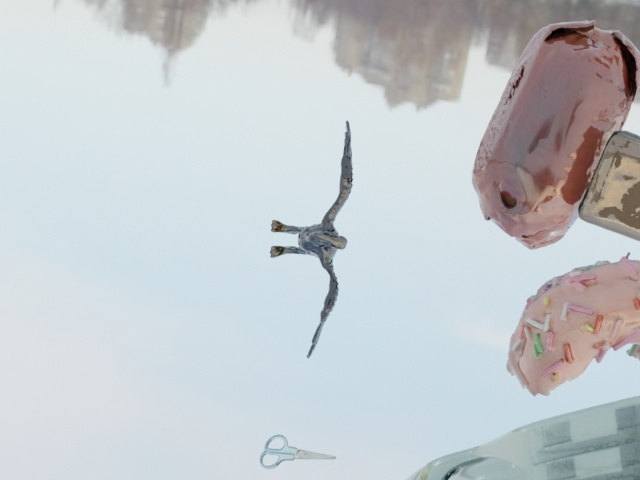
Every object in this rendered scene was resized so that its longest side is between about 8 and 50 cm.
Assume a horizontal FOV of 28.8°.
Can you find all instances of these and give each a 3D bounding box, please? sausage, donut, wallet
[{"bbox_3d":[0.279,-0.128,1.482,0.152,0.279,0.152,22,-176,-2],"label":"sausage"},{"bbox_3d":[0.224,0.066,0.915,0.166,0.117,0.065,-3,-147,-2],"label":"donut"},{"bbox_3d":[0.379,-0.052,1.405,0.153,0.118,0.039,23,-165,2],"label":"wallet"}]

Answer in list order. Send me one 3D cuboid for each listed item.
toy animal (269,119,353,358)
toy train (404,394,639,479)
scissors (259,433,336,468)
[{"bbox_3d":[0.000,0.000,1.157,0.062,0.220,0.108,11,173,-29],"label":"toy animal"},{"bbox_3d":[0.105,0.101,0.526,0.051,0.052,0.234,16,152,-41],"label":"toy train"},{"bbox_3d":[-0.019,0.199,1.160,0.083,0.036,0.006,11,-164,-34],"label":"scissors"}]
